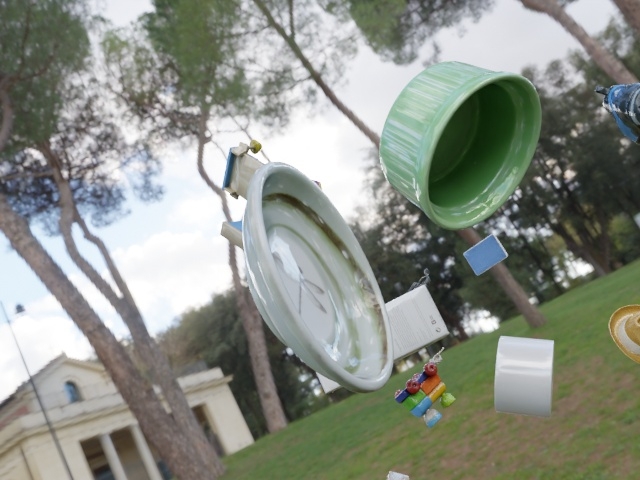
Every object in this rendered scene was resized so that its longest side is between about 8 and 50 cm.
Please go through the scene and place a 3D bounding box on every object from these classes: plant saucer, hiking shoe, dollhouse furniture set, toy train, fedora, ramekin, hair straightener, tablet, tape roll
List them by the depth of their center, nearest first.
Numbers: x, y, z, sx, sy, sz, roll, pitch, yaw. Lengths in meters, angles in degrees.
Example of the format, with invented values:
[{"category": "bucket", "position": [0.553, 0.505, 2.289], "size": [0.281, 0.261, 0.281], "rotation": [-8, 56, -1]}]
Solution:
[{"category": "plant saucer", "position": [-0.021, 0.069, 1.140], "size": [0.101, 0.400, 0.400], "rotation": [-28, -14, 20]}, {"category": "ramekin", "position": [0.255, -0.185, 1.321], "size": [0.303, 0.148, 0.303], "rotation": [-22, -50, -29]}, {"category": "hiking shoe", "position": [0.658, -0.207, 1.336], "size": [0.304, 0.132, 0.113], "rotation": [36, -85, -28]}, {"category": "tablet", "position": [0.325, 0.029, 1.390], "size": [0.006, 0.054, 0.083], "rotation": [-18, -17, -46]}, {"category": "fedora", "position": [0.815, 0.219, 1.732], "size": [0.194, 0.194, 0.079], "rotation": [-22, -33, -21]}, {"category": "dollhouse furniture set", "position": [-0.125, -0.117, 2.073], "size": [0.198, 0.286, 0.303], "rotation": [-15, -53, -46]}, {"category": "toy train", "position": [0.351, 0.439, 2.115], "size": [0.248, 0.143, 0.105], "rotation": [-34, -15, -35]}, {"category": "hair straightener", "position": [0.258, 0.180, 2.132], "size": [0.230, 0.047, 0.089], "rotation": [-58, 16, 8]}, {"category": "tape roll", "position": [0.654, 0.433, 2.252], "size": [0.169, 0.246, 0.246], "rotation": [2, -6, 19]}]

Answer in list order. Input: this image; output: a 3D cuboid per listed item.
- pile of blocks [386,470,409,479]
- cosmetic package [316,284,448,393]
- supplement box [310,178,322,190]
[{"category": "pile of blocks", "position": [0.055, 0.582, 1.484], "size": [0.362, 0.148, 0.112], "rotation": [-14, 23, 7]}, {"category": "cosmetic package", "position": [0.161, 0.274, 1.949], "size": [0.366, 0.155, 0.197], "rotation": [-26, -10, 5]}, {"category": "supplement box", "position": [-0.043, -0.129, 1.816], "size": [0.083, 0.043, 0.055], "rotation": [11, -40, -25]}]
